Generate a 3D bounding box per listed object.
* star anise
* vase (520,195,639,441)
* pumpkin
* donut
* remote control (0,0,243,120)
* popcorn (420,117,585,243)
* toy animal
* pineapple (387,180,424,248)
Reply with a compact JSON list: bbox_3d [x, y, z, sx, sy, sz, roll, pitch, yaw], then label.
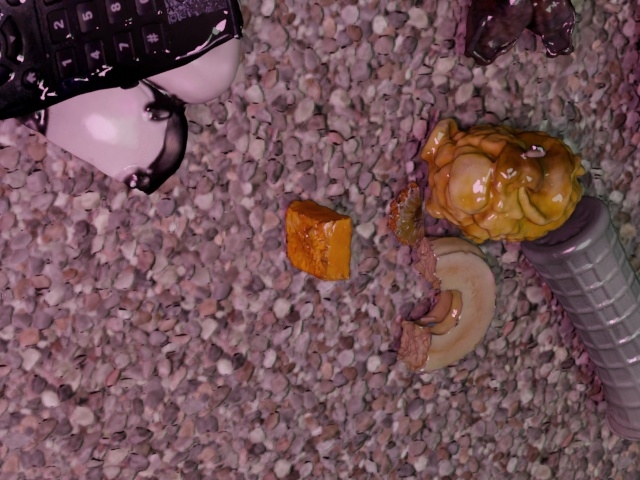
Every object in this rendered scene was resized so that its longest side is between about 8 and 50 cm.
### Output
[{"bbox_3d":[0.206,-0.283,1.667,0.220,0.099,0.214,11,118,-18],"label":"star anise"},{"bbox_3d":[0.352,0.090,1.869,0.143,0.143,0.299,-38,117,-10],"label":"vase"},{"bbox_3d":[0.000,0.000,1.686,0.054,0.083,0.074,-15,116,-38],"label":"pumpkin"},{"bbox_3d":[0.147,0.067,1.787,0.108,0.065,0.166,-7,114,-34],"label":"donut"},{"bbox_3d":[-0.262,-0.180,1.381,0.398,0.062,0.145,-14,81,13],"label":"remote control"},{"bbox_3d":[0.195,-0.061,1.724,0.194,0.163,0.140,-10,107,-59],"label":"popcorn"},{"bbox_3d":[-0.179,-0.176,1.481,0.187,0.165,0.235,30,96,-10],"label":"toy animal"},{"bbox_3d":[0.097,-0.025,1.761,0.045,0.019,0.083,-17,117,-24],"label":"pineapple"}]
